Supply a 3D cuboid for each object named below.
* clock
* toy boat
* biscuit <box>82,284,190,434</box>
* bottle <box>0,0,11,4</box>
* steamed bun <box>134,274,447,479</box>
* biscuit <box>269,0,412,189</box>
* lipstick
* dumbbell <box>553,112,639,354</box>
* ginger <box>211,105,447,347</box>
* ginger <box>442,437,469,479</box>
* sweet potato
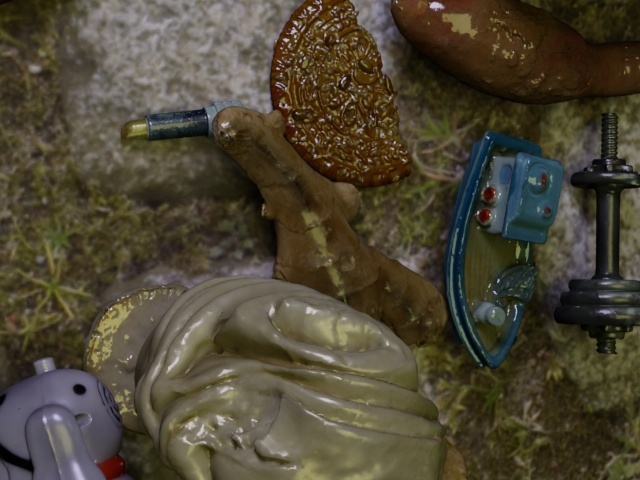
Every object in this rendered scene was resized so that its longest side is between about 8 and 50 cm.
[{"bbox_3d":[-0.220,0.231,1.175,0.189,0.189,0.254,-22,90,-20],"label":"clock"},{"bbox_3d":[0.186,0.012,1.350,0.109,0.098,0.238,11,89,-33],"label":"toy boat"},{"bbox_3d":[-0.151,0.113,1.263,0.152,0.020,0.152,-2,95,-23],"label":"biscuit"},{"bbox_3d":[-0.264,-0.241,1.165,0.164,0.060,0.060,-23,103,-20],"label":"bottle"},{"bbox_3d":[-0.010,0.144,1.159,0.276,0.289,0.203,36,95,-31],"label":"steamed bun"},{"bbox_3d":[0.015,-0.137,1.309,0.126,0.025,0.206,-29,105,-18],"label":"biscuit"},{"bbox_3d":[-0.129,-0.109,1.247,0.116,0.037,0.037,-7,97,-19],"label":"lipstick"},{"bbox_3d":[0.302,-0.007,1.409,0.110,0.110,0.255,2,88,-23],"label":"dumbbell"},{"bbox_3d":[0.000,0.000,1.282,0.148,0.081,0.334,-40,113,-14],"label":"ginger"},{"bbox_3d":[0.110,0.321,1.365,0.375,0.166,0.236,20,49,-43],"label":"ginger"},{"bbox_3d":[0.233,-0.186,1.362,0.385,0.109,0.109,10,91,-30],"label":"sweet potato"}]
